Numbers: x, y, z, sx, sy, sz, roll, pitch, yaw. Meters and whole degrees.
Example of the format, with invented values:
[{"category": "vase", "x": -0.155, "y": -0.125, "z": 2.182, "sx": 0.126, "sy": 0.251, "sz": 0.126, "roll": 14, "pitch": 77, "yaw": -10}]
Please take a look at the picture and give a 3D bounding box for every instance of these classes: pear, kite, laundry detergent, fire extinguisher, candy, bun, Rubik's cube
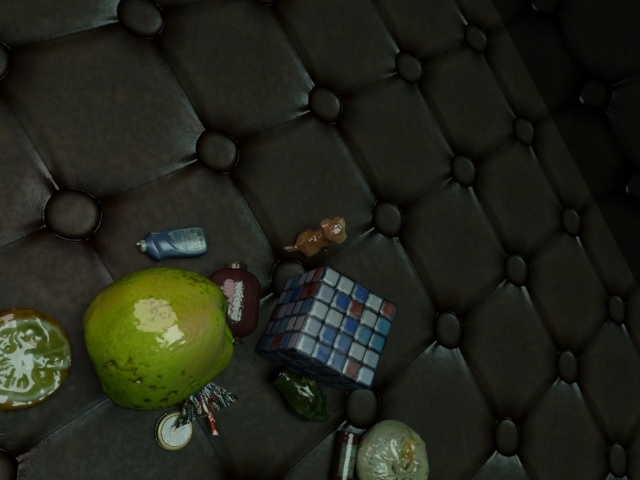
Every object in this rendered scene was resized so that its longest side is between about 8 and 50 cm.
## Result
[{"category": "pear", "x": -0.409, "y": 0.244, "z": 1.447, "sx": 0.391, "sy": 0.391, "sz": 0.390, "roll": 8, "pitch": 74, "yaw": -29}, {"category": "kite", "x": -0.341, "y": 0.482, "z": 1.622, "sx": 0.232, "sy": 0.009, "sz": 0.189, "roll": -10, "pitch": 70, "yaw": -44}, {"category": "laundry detergent", "x": -0.448, "y": 0.011, "z": 1.666, "sx": 0.207, "sy": 0.061, "sz": 0.096, "roll": -6, "pitch": 83, "yaw": -31}, {"category": "fire extinguisher", "x": 0.063, "y": 0.732, "z": 1.779, "sx": 0.099, "sy": 0.071, "sz": 0.231, "roll": 31, "pitch": 63, "yaw": -41}, {"category": "candy", "x": -0.758, "y": 0.297, "z": 1.383, "sx": 0.260, "sy": 0.118, "sz": 0.259, "roll": 6, "pitch": 78, "yaw": -30}, {"category": "bun", "x": 0.256, "y": 0.744, "z": 1.851, "sx": 0.288, "sy": 0.146, "sz": 0.287, "roll": 7, "pitch": 76, "yaw": -31}, {"category": "Rubik's cube", "x": 0.017, "y": 0.281, "z": 1.740, "sx": 0.293, "sy": 0.292, "sz": 0.286, "roll": 31, "pitch": 65, "yaw": -18}]

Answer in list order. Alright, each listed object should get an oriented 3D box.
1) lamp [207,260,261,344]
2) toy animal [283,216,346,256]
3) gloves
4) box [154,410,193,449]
[{"category": "lamp", "x": -0.271, "y": 0.185, "z": 1.669, "sx": 0.180, "sy": 0.180, "sz": 0.257, "roll": 10, "pitch": 72, "yaw": -28}, {"category": "toy animal", "x": -0.010, "y": -0.008, "z": 1.854, "sx": 0.184, "sy": 0.185, "sz": 0.104, "roll": -16, "pitch": 88, "yaw": -32}, {"category": "gloves", "x": -0.055, "y": 0.493, "z": 1.745, "sx": 0.135, "sy": 0.107, "sz": 0.268, "roll": -41, "pitch": 120, "yaw": 9}, {"category": "box", "x": -0.415, "y": 0.539, "z": 1.571, "sx": 0.106, "sy": 0.037, "sz": 0.105, "roll": 8, "pitch": 73, "yaw": -29}]
